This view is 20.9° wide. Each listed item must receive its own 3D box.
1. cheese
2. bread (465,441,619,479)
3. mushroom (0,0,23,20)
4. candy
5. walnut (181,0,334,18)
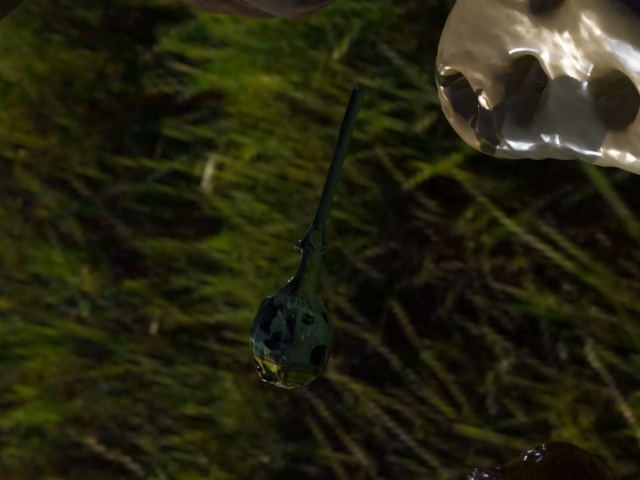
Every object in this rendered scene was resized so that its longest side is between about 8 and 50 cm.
[{"bbox_3d":[0.249,-0.137,1.485,0.328,0.130,0.351,45,151,19],"label":"cheese"},{"bbox_3d":[0.156,0.236,1.251,0.064,0.193,0.193,-1,74,53],"label":"bread"},{"bbox_3d":[-0.370,-0.200,1.540,0.206,0.206,0.209,-59,14,28],"label":"mushroom"},{"bbox_3d":[0.000,0.000,1.680,0.091,0.083,0.305,38,116,56],"label":"candy"},{"bbox_3d":[-0.056,-0.266,1.126,0.248,0.248,0.248,-41,41,49],"label":"walnut"}]
